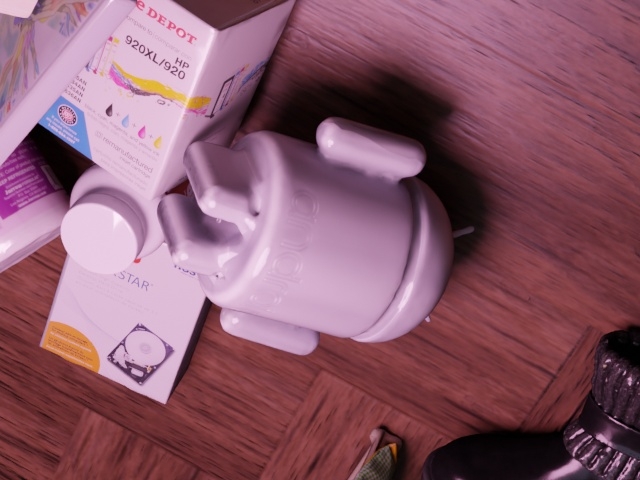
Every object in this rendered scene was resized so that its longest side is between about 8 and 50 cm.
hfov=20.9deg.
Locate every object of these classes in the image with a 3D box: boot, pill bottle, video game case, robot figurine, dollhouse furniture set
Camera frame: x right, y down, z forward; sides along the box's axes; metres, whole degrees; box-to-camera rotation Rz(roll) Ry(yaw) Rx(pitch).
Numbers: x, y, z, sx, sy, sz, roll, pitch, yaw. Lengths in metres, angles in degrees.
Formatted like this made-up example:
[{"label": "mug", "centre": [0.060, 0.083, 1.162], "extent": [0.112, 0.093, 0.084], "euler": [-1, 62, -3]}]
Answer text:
[{"label": "boot", "centre": [0.300, 0.224, 2.027], "extent": [0.348, 0.131, 0.260], "euler": [6, 129, 3]}, {"label": "pill bottle", "centre": [-0.433, -0.109, 2.041], "extent": [0.169, 0.169, 0.301], "euler": [-34, 90, 32]}, {"label": "video game case", "centre": [-0.311, -0.271, 1.851], "extent": [0.036, 0.300, 0.329], "euler": [13, 140, -36]}, {"label": "robot figurine", "centre": [0.000, 0.000, 1.917], "extent": [0.353, 0.200, 0.300], "euler": [15, 122, -27]}, {"label": "dollhouse furniture set", "centre": [0.049, 0.412, 2.189], "extent": [0.151, 0.197, 0.301], "euler": [31, 125, 1]}, {"label": "pill bottle", "centre": [-0.213, -0.053, 1.987], "extent": [0.121, 0.216, 0.121], "euler": [9, 122, 14]}]

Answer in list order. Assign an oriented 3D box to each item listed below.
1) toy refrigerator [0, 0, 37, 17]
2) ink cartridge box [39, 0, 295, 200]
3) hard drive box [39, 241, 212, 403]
[{"label": "toy refrigerator", "centre": [-0.344, -0.363, 1.819], "extent": [0.094, 0.269, 0.102], "euler": [11, 131, -31]}, {"label": "ink cartridge box", "centre": [-0.170, -0.202, 1.894], "extent": [0.171, 0.168, 0.232], "euler": [35, 125, 13]}, {"label": "hard drive box", "centre": [-0.227, 0.061, 2.138], "extent": [0.181, 0.089, 0.232], "euler": [24, 124, 4]}]
